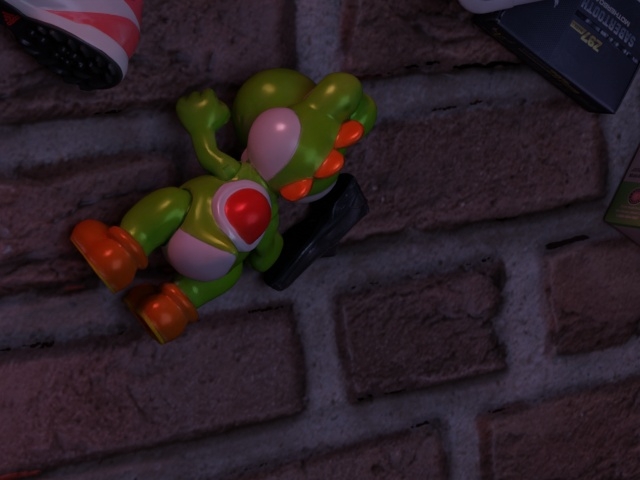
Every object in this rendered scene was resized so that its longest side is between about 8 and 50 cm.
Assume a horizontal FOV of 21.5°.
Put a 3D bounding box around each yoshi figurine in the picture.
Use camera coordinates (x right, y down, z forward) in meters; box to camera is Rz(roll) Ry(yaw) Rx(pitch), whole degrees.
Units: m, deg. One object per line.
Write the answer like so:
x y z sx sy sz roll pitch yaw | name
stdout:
-0.102 -0.065 1.901 0.362 0.203 0.203 -40 75 -5 | yoshi figurine

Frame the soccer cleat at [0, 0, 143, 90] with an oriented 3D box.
-0.323 -0.286 1.762 0.318 0.109 0.116 35 56 -26 | soccer cleat

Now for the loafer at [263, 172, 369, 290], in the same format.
0.000 0.000 2.004 0.170 0.062 0.061 -50 122 -15 | loafer

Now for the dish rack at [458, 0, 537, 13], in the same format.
0.297 -0.428 2.002 0.333 0.072 0.285 -14 131 -27 | dish rack

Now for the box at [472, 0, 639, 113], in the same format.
0.326 -0.297 2.158 0.233 0.059 0.183 34 80 -28 | box

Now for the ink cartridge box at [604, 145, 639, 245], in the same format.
0.526 -0.111 2.220 0.115 0.198 0.272 32 80 -29 | ink cartridge box
